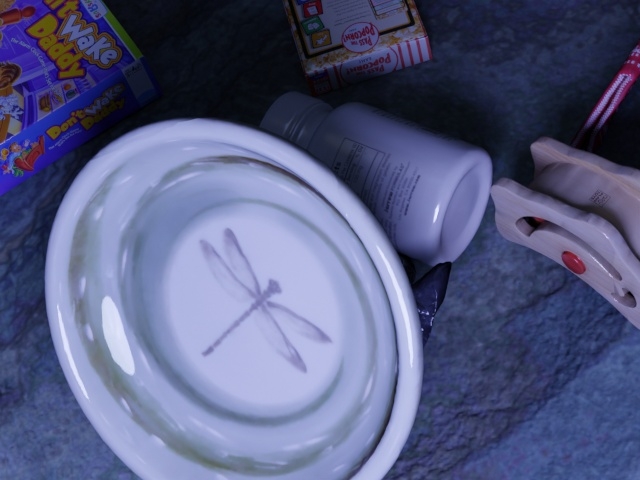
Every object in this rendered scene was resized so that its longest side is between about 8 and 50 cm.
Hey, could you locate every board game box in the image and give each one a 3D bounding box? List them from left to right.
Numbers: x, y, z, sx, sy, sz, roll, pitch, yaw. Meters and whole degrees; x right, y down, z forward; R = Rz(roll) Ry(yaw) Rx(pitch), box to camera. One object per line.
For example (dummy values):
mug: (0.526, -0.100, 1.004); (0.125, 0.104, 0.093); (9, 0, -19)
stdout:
board game box: (-0.376, -0.242, 1.730); (0.233, 0.078, 0.347); (-33, 58, -8)
board game box: (0.032, -0.272, 1.671); (0.147, 0.045, 0.193); (-17, 57, 2)

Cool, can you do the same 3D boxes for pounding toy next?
pounding toy: (0.309, -0.024, 1.407); (0.155, 0.154, 0.269); (-45, 41, -15)

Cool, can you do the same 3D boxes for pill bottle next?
pill bottle: (0.051, -0.071, 1.493); (0.229, 0.131, 0.131); (23, 67, 24)

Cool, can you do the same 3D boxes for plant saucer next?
plant saucer: (-0.073, 0.071, 1.356); (0.400, 0.400, 0.100); (18, 24, 23)

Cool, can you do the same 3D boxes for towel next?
towel: (0.358, -0.227, 1.485); (0.031, 0.199, 0.275); (34, 71, 7)

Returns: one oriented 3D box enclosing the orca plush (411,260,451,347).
orca plush: (0.000, 0.000, 1.431); (0.287, 0.151, 0.102); (9, 37, 27)

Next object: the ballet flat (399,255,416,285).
ballet flat: (0.012, 0.036, 1.485); (0.173, 0.049, 0.057); (-8, 57, 9)
